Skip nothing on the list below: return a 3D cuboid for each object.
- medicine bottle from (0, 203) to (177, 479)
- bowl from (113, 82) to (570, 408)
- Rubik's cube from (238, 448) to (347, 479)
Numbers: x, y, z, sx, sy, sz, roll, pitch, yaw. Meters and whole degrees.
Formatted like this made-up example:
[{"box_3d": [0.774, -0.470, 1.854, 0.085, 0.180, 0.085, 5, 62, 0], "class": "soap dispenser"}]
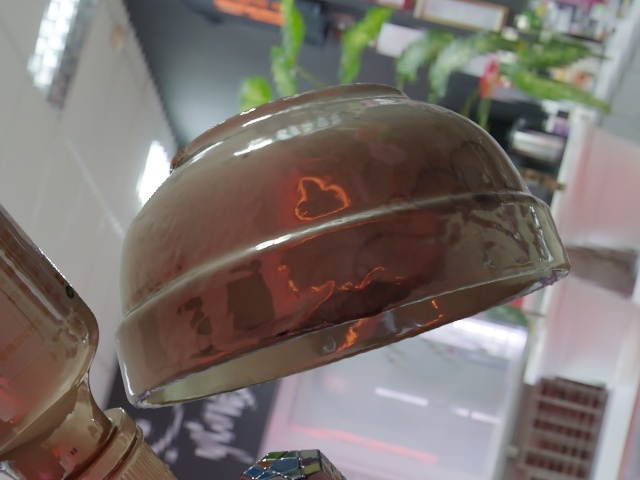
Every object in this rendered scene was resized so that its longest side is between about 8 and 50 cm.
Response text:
[{"box_3d": [-0.169, 0.051, 0.729, 0.114, 0.252, 0.114, -35, 16, 12], "class": "medicine bottle"}, {"box_3d": [0.000, 0.000, 1.026, 0.307, 0.307, 0.163, 80, 172, -78], "class": "bowl"}, {"box_3d": [-0.020, 0.216, 1.176, 0.093, 0.111, 0.111, 136, 150, -72], "class": "Rubik's cube"}]
